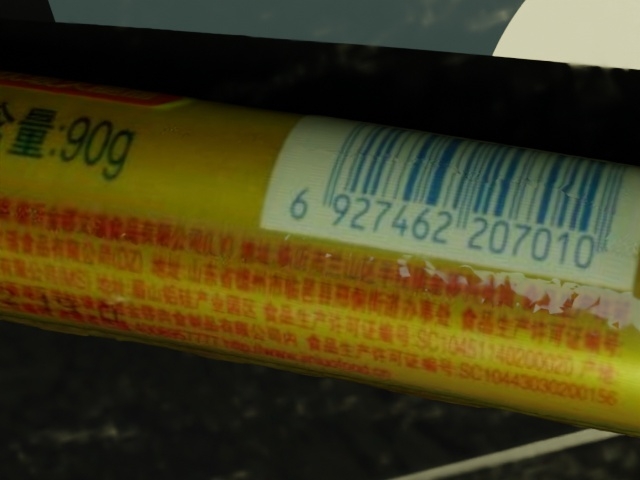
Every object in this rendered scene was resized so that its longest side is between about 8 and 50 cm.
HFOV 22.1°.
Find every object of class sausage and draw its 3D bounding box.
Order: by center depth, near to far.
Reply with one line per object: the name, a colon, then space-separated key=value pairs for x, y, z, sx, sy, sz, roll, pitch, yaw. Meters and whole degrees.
sausage: x=0.000 y=0.000 z=0.446 sx=0.372 sy=0.082 sz=0.082 roll=9 pitch=106 yaw=14
